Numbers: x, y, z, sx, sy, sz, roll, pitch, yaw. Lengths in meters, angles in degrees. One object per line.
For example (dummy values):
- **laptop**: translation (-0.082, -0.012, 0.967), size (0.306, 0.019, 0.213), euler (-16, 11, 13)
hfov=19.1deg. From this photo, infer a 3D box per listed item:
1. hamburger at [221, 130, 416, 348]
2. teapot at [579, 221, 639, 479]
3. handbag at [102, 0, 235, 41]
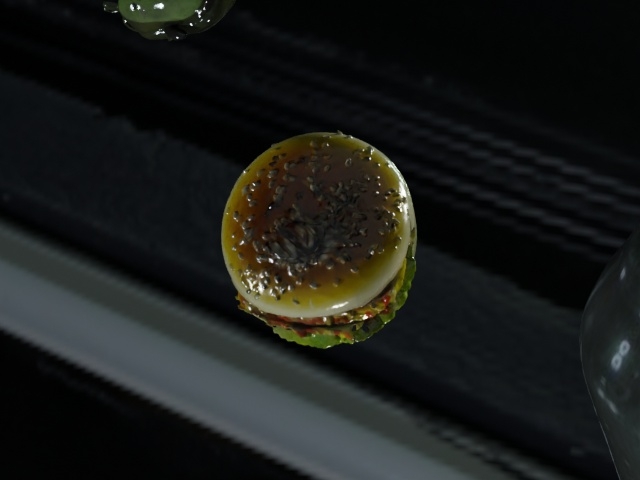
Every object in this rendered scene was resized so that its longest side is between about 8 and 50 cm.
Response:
- **hamburger**: translation (0.000, 0.000, 1.201), size (0.126, 0.081, 0.141), euler (2, -103, 14)
- **teapot**: translation (0.277, 0.147, 0.879), size (0.300, 0.344, 0.253), euler (-3, -153, 8)
- **handbag**: translation (-0.113, -0.182, 1.442), size (0.111, 0.047, 0.072), euler (-11, -101, 35)
